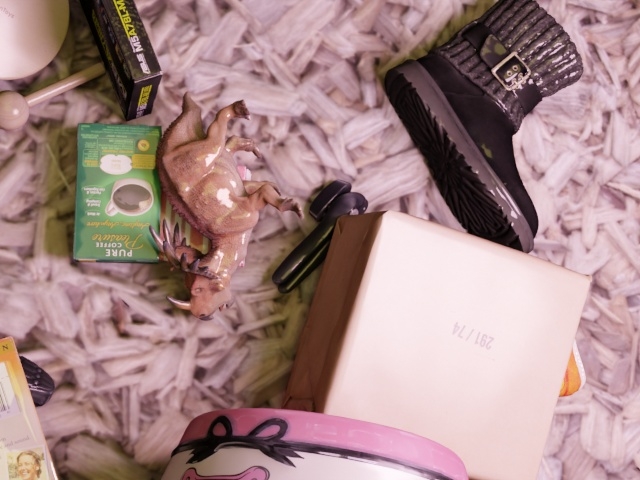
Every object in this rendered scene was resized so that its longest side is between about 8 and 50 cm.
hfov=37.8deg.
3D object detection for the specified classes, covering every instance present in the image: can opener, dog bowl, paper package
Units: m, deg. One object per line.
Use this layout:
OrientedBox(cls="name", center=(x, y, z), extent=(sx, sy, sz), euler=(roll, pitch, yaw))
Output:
OrientedBox(cls="can opener", center=(0.000, 0.000, 1.317), extent=(0.186, 0.073, 0.059), euler=(-54, 136, -12))
OrientedBox(cls="dog bowl", center=(-0.005, 0.315, 1.101), extent=(0.408, 0.408, 0.150), euler=(16, 65, -12))
OrientedBox(cls="paper package", center=(0.154, 0.143, 1.243), extent=(0.324, 0.168, 0.309), euler=(18, 84, -19))

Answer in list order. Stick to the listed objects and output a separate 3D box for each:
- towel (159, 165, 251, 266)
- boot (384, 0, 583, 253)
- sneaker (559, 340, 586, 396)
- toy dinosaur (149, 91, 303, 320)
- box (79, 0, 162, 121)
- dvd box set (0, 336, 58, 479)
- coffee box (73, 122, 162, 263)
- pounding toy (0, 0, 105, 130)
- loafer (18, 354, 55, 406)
OrientedBox(cls="towel", center=(-0.196, -0.040, 1.281), extent=(0.197, 0.029, 0.144), euler=(5, 80, -11))
OrientedBox(cls="boot", center=(0.284, -0.172, 1.369), extent=(0.260, 0.131, 0.348), euler=(-30, 90, -17))
OrientedBox(cls="sneaker", center=(0.335, 0.146, 1.371), extent=(0.067, 0.064, 0.175), euler=(-16, 86, -18))
OrientedBox(cls="toy dinosaur", center=(-0.154, -0.060, 1.217), extent=(0.200, 0.127, 0.296), euler=(-26, 84, -9))
OrientedBox(cls="box", center=(-0.264, -0.269, 1.213), extent=(0.045, 0.184, 0.191), euler=(-21, 89, -19))
OrientedBox(cls="dvd box set", center=(-0.429, 0.349, 1.027), extent=(0.307, 0.062, 0.420), euler=(-18, 80, -25))
OrientedBox(cls="coffee box", center=(-0.266, -0.061, 1.233), extent=(0.113, 0.040, 0.184), euler=(0, 81, -12))
OrientedBox(cls="pounding toy", center=(-0.424, -0.282, 1.231), extent=(0.183, 0.110, 0.237), euler=(-41, 123, -27))
OrientedBox(cls="loafer", center=(-0.447, 0.170, 1.166), extent=(0.223, 0.076, 0.078), euler=(18, 108, -16))
